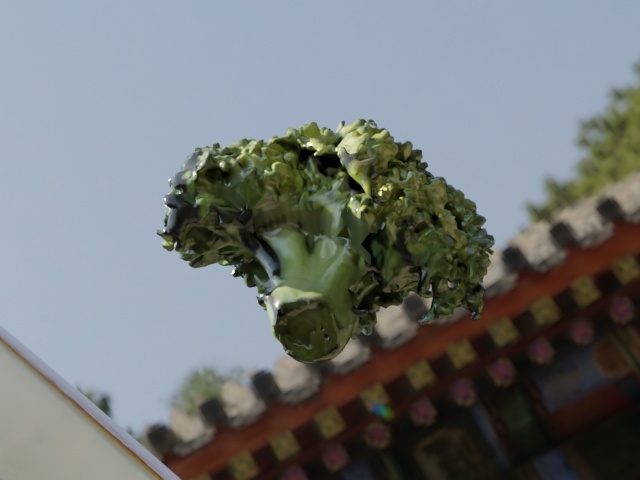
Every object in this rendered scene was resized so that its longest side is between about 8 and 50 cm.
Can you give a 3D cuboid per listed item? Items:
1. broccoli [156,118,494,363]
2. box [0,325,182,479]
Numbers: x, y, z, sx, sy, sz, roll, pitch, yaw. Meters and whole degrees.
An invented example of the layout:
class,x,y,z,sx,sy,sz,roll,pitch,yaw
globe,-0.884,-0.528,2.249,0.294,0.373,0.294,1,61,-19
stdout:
class,x,y,z,sx,sy,sz,roll,pitch,yaw
broccoli,0.000,0.000,0.579,0.095,0.092,0.097,-31,-66,31
box,-0.105,0.149,0.454,0.220,0.274,0.091,-50,-24,-12
